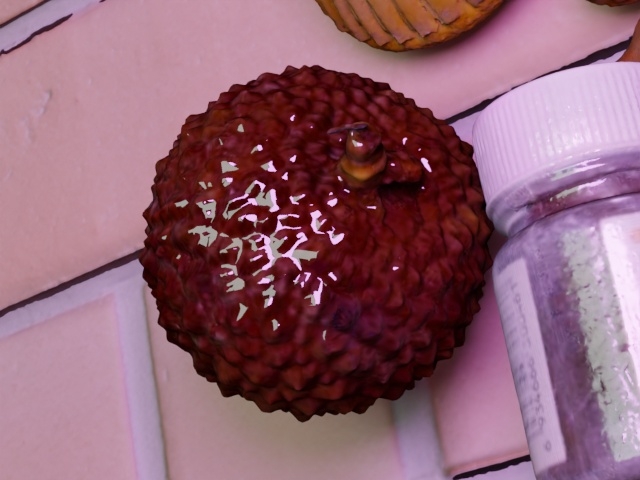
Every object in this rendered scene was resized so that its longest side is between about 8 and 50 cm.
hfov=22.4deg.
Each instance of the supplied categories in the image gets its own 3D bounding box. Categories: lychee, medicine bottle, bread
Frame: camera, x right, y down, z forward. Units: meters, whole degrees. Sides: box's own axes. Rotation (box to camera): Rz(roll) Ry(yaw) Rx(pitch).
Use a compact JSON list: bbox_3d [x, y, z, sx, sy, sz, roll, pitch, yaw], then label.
[{"bbox_3d":[0.000,0.000,1.167,0.300,0.264,0.264,119,140,-62],"label":"lychee"},{"bbox_3d":[0.200,0.033,1.078,0.165,0.165,0.273,-22,68,33],"label":"medicine bottle"},{"bbox_3d":[0.068,-0.262,1.254,0.240,0.139,0.240,-9,76,40],"label":"bread"}]

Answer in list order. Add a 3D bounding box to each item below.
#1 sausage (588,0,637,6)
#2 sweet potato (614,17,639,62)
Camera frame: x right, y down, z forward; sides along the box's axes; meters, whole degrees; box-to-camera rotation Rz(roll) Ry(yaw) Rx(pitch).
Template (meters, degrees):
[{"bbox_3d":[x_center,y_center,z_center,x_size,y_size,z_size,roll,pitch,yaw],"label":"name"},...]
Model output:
[{"bbox_3d":[0.250,-0.283,1.132,0.113,0.113,0.259,35,104,37],"label":"sausage"},{"bbox_3d":[0.249,-0.145,1.146,0.195,0.056,0.056,-39,60,32],"label":"sweet potato"}]
